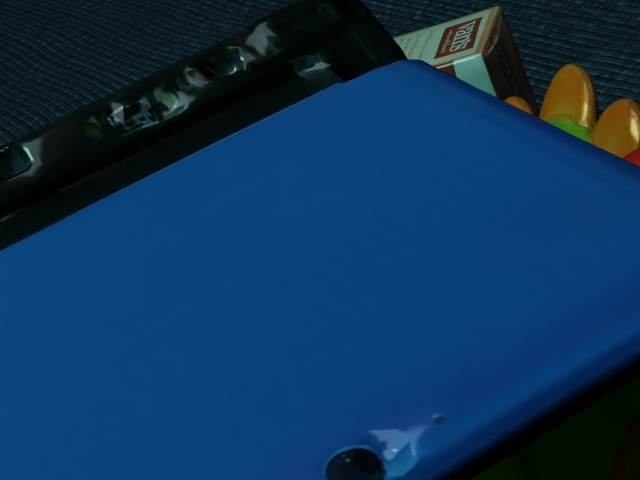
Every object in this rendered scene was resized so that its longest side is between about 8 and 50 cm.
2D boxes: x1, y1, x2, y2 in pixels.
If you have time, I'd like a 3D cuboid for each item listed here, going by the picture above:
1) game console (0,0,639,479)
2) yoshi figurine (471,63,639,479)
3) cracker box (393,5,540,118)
[{"bbox_3d":[-0.069,0.070,0.511,0.293,0.173,0.250,-27,-24,-22],"label":"game console"},{"bbox_3d":[0.098,0.077,0.611,0.203,0.203,0.362,-45,21,-3],"label":"yoshi figurine"},{"bbox_3d":[0.000,0.000,0.899,0.232,0.156,0.067,-16,22,20],"label":"cracker box"}]
